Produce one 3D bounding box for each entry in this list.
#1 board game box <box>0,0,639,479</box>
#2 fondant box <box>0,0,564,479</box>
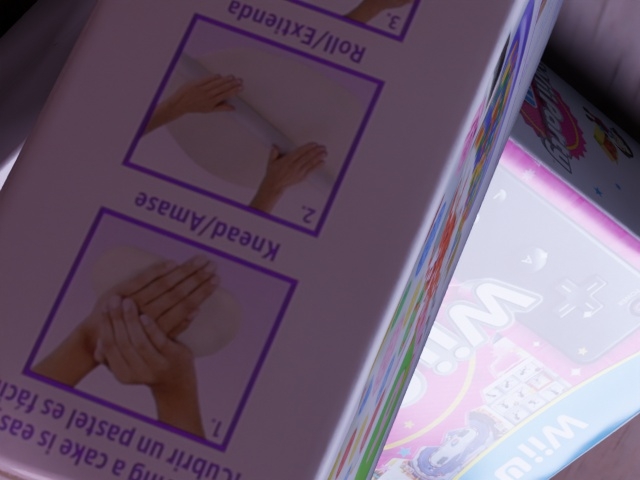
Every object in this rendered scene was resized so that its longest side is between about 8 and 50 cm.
[{"bbox_3d":[0.000,0.000,0.854,0.303,0.097,0.224,34,118,-32],"label":"board game box"},{"bbox_3d":[0.007,-0.043,0.570,0.096,0.330,0.238,20,159,6],"label":"fondant box"}]
